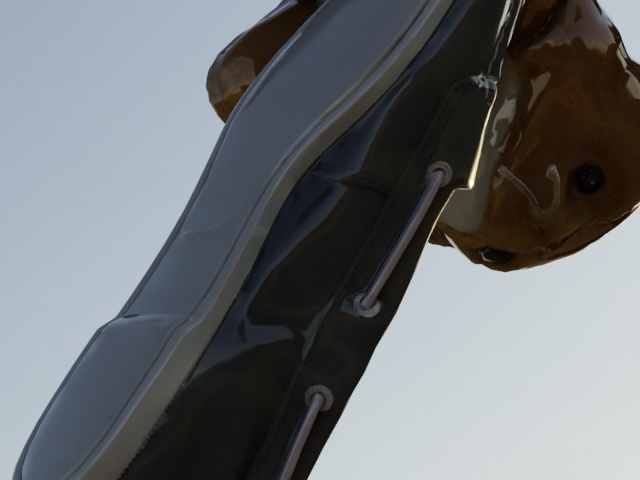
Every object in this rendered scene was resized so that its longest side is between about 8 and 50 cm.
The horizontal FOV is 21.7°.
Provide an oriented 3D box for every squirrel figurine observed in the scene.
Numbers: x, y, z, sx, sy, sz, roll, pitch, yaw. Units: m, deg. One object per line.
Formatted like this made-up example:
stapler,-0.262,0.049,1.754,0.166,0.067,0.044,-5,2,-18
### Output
squirrel figurine,0.094,-0.188,0.995,0.281,0.397,0.370,-21,-58,43

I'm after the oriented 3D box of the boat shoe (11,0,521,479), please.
boat shoe,0.000,0.000,0.702,0.095,0.335,0.112,43,-19,-25
